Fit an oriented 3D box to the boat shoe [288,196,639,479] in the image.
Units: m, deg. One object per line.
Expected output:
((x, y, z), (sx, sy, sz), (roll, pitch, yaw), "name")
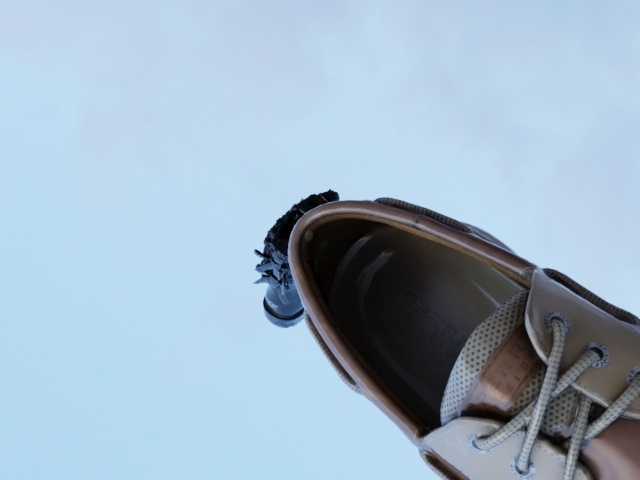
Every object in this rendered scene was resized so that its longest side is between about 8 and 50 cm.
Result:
((0.098, 0.076, 0.582), (0.324, 0.123, 0.116), (31, -179, 41), "boat shoe")

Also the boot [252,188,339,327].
((0.000, -0.001, 0.952), (0.045, 0.099, 0.121), (35, -119, 18), "boot")
